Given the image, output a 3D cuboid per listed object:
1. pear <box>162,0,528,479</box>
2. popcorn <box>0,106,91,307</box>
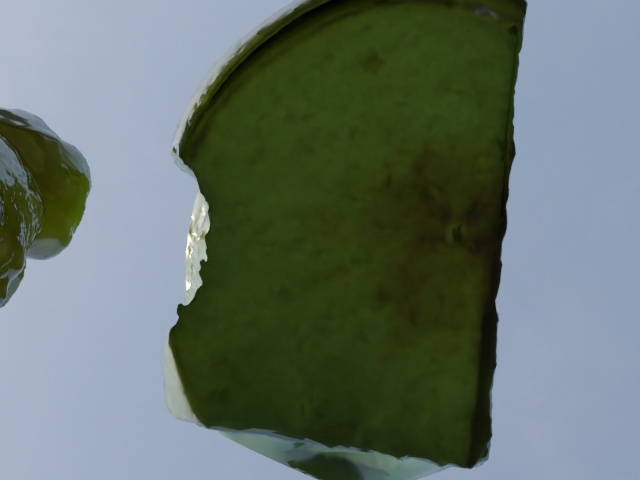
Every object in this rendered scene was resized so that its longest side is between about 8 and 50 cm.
[{"bbox_3d":[0.000,0.000,0.783,0.176,0.282,0.286,6,-94,-4],"label":"pear"},{"bbox_3d":[-0.241,-0.012,0.647,0.266,0.233,0.192,-18,-111,-43],"label":"popcorn"}]
